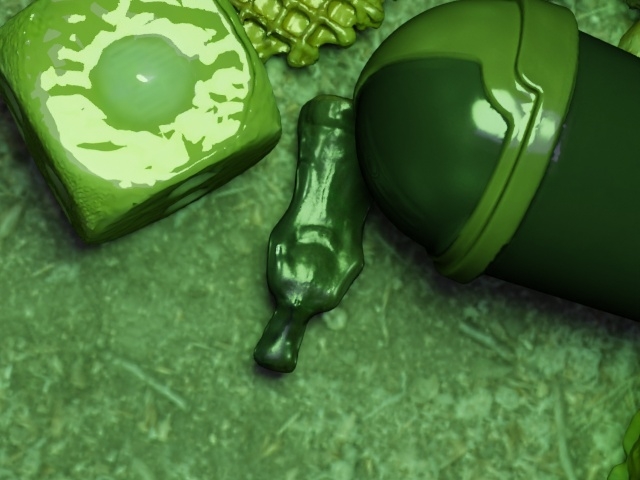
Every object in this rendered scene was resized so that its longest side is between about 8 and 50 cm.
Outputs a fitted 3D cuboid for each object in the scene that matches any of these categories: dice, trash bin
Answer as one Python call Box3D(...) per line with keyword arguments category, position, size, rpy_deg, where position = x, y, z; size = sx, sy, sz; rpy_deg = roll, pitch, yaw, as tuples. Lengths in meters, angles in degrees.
Box3D(category="dice", position=(-0.137, -0.105, 1.170), size=(0.169, 0.169, 0.166), rpy_deg=(-28, 88, -11))
Box3D(category="trash bin", position=(0.179, -0.052, 1.154), size=(0.333, 0.214, 0.214), rpy_deg=(22, 80, -12))

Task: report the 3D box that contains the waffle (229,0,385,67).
Box3D(category="waffle", position=(-0.028, -0.225, 1.256), size=(0.191, 0.038, 0.191), rpy_deg=(0, 85, 3))

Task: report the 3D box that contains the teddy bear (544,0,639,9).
Box3D(category="teddy bear", position=(0.214, -0.261, 1.263), size=(0.251, 0.129, 0.182), rpy_deg=(-25, 86, -11))

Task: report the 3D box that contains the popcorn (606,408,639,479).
Box3D(category="popcorn", position=(0.331, 0.224, 1.156), size=(0.247, 0.282, 0.282), rpy_deg=(24, 79, -9))

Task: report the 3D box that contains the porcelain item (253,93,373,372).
Box3D(category="porcelain item", position=(0.000, 0.000, 1.226), size=(0.081, 0.069, 0.216), rpy_deg=(20, 79, -18))

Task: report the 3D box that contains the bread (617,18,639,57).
Box3D(category="bread", position=(0.304, -0.142, 1.294), size=(0.122, 0.073, 0.149), rpy_deg=(33, 77, 3))
